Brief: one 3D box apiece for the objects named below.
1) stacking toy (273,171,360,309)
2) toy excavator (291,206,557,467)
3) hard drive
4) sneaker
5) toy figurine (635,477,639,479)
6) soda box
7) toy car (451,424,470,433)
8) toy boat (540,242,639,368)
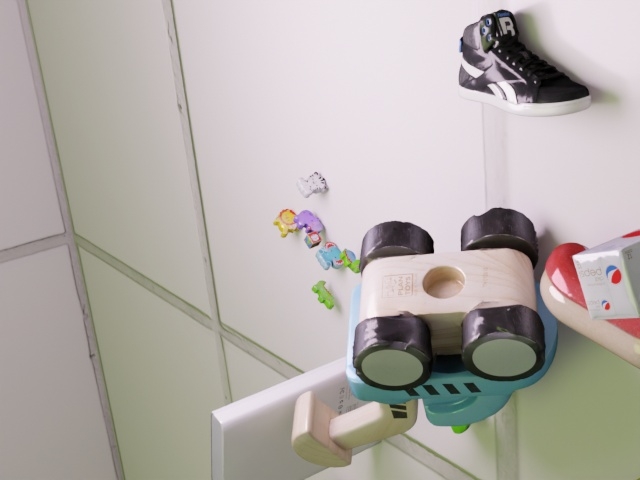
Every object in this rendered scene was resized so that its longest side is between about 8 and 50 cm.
[{"bbox_3d":[0.000,0.000,1.732,0.221,0.052,0.167,59,149,16],"label":"stacking toy"},{"bbox_3d":[0.133,0.198,1.369,0.445,0.433,0.222,72,-163,-45],"label":"toy excavator"},{"bbox_3d":[-0.033,0.339,1.662,0.047,0.353,0.233,39,137,42],"label":"hard drive"},{"bbox_3d":[0.248,-0.231,1.173,0.217,0.079,0.121,24,127,53],"label":"sneaker"},{"bbox_3d":[0.354,0.464,1.246,0.191,0.217,0.362,62,149,16],"label":"toy figurine"},{"bbox_3d":[0.372,0.017,0.976,0.069,0.216,0.074,-13,95,61],"label":"soda box"},{"bbox_3d":[0.192,0.212,1.531,0.225,0.053,0.239,60,148,18],"label":"toy car"},{"bbox_3d":[0.379,0.058,1.097,0.231,0.151,0.151,35,103,45],"label":"toy boat"}]
